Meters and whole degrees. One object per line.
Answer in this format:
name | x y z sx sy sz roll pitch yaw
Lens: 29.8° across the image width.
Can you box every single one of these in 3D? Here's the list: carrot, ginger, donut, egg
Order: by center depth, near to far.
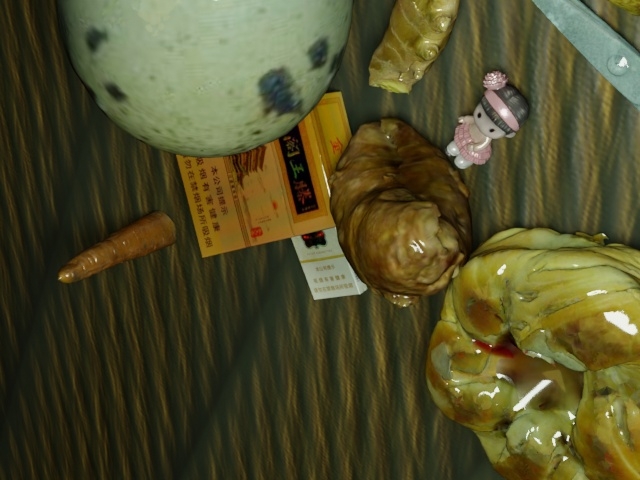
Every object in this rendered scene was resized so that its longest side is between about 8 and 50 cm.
egg | -0.133 -0.289 1.383 0.345 0.345 0.428 36 153 19
ginger | 0.118 -0.252 1.392 0.115 0.081 0.205 30 129 32
donut | 0.289 0.147 1.416 0.360 0.170 0.360 21 127 29
ginger | 0.101 -0.019 1.417 0.165 0.321 0.172 -11 119 -3
carrot | -0.314 0.017 1.821 0.061 0.209 0.061 23 126 35

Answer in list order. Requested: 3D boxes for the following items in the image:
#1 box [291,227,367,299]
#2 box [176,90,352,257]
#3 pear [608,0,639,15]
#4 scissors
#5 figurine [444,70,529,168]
box | 0.000 0.000 1.674 0.090 0.024 0.167 -10 105 43
box | -0.071 -0.086 1.628 0.274 0.076 0.174 -12 94 44
pear | 0.326 -0.309 1.111 0.197 0.197 0.197 20 125 31
scissors | 0.349 -0.161 1.284 0.447 0.029 0.192 46 134 9
figurine | 0.195 -0.140 1.417 0.072 0.054 0.129 61 145 16
